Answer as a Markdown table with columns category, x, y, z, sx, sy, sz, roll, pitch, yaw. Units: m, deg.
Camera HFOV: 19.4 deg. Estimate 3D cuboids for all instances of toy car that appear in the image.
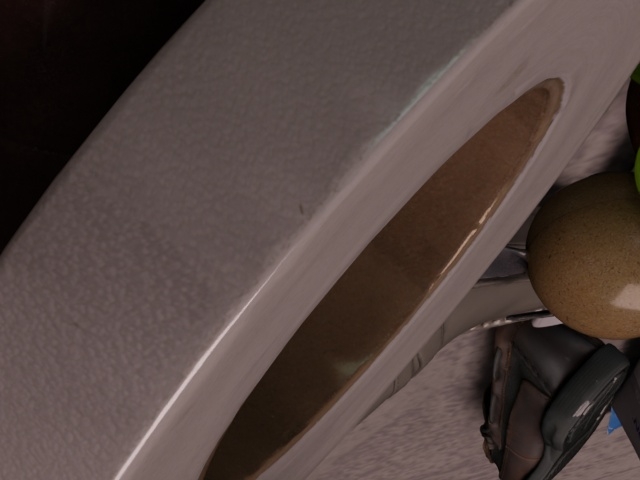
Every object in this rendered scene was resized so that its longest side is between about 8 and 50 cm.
| category | x | y | z | sx | sy | sz | roll | pitch | yaw |
| --- | --- | --- | --- | --- | --- | --- | --- | --- | --- |
| toy car | 0.148 | -0.012 | 0.912 | 0.188 | 0.149 | 0.155 | -28 | 142 | 30 |

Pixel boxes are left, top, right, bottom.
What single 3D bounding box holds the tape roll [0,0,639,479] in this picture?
| category | x | y | z | sx | sy | sz | roll | pitch | yaw |
| --- | --- | --- | --- | --- | --- | --- | --- | --- | --- |
| tape roll | 0.000 | 0.000 | 0.692 | 0.392 | 0.072 | 0.392 | -47 | 168 | -13 |

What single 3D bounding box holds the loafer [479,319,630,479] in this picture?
| category | x | y | z | sx | sy | sz | roll | pitch | yaw |
| --- | --- | --- | --- | --- | --- | --- | --- | --- | --- |
| loafer | 0.154 | 0.109 | 1.318 | 0.096 | 0.084 | 0.267 | -46 | 167 | -16 |

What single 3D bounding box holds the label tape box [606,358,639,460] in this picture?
| category | x | y | z | sx | sy | sz | roll | pitch | yaw |
| --- | --- | --- | --- | --- | --- | --- | --- | --- | --- |
| label tape box | 0.355 | 0.101 | 1.344 | 0.249 | 0.115 | 0.348 | -18 | 161 | -5 |

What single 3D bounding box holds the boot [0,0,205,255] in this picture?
| category | x | y | z | sx | sy | sz | roll | pitch | yaw |
| --- | --- | --- | --- | --- | --- | --- | --- | --- | --- |
| boot | -0.086 | -0.093 | 0.560 | 0.248 | 0.090 | 0.207 | -47 | 157 | -17 |

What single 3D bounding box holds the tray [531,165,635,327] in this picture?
| category | x | y | z | sx | sy | sz | roll | pitch | yaw |
| --- | --- | --- | --- | --- | --- | --- | --- | --- | --- |
| tray | 0.220 | -0.027 | 1.092 | 0.145 | 0.030 | 0.270 | -11 | 156 | -17 |

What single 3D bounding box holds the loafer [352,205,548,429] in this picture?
| category | x | y | z | sx | sy | sz | roll | pitch | yaw |
| --- | --- | --- | --- | --- | --- | --- | --- | --- | --- |
| loafer | 0.010 | 0.049 | 1.002 | 0.319 | 0.111 | 0.112 | -10 | 156 | -19 |
